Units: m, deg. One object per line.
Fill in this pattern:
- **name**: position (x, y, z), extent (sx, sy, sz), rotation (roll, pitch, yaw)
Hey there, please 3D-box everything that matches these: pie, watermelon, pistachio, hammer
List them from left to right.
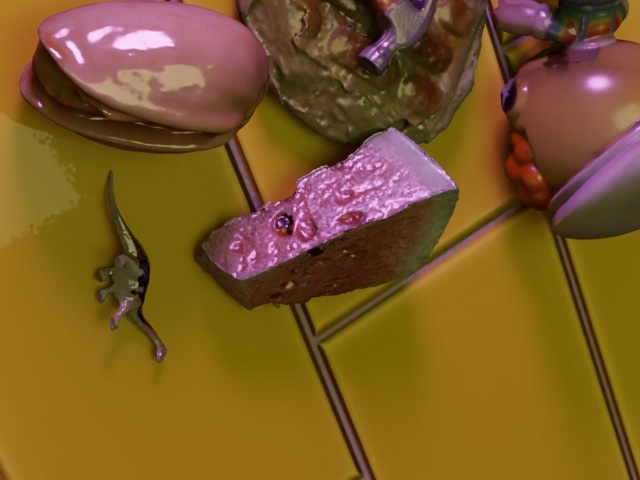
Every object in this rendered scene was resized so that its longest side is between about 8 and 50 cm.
- **pistachio**: position (-0.142, -0.141, 1.113), extent (0.215, 0.144, 0.144), rotation (6, 94, -28)
- **watermelon**: position (0.000, 0.000, 1.260), extent (0.241, 0.094, 0.154), rotation (-20, 146, -23)
- **hammer**: position (0.008, -0.289, 1.167), extent (0.111, 0.033, 0.288), rotation (-46, 116, -14)
- **pie**: position (0.050, -0.235, 1.259), extent (0.306, 0.071, 0.306), rotation (-5, 99, -32)

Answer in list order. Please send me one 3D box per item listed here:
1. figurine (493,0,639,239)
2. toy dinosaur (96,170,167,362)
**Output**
- **figurine**: position (0.276, -0.183, 1.341), extent (0.224, 0.205, 0.382), rotation (-31, 111, -19)
- **toy dinosaur**: position (-0.176, 0.032, 1.174), extent (0.058, 0.037, 0.180), rotation (-33, 124, -51)
